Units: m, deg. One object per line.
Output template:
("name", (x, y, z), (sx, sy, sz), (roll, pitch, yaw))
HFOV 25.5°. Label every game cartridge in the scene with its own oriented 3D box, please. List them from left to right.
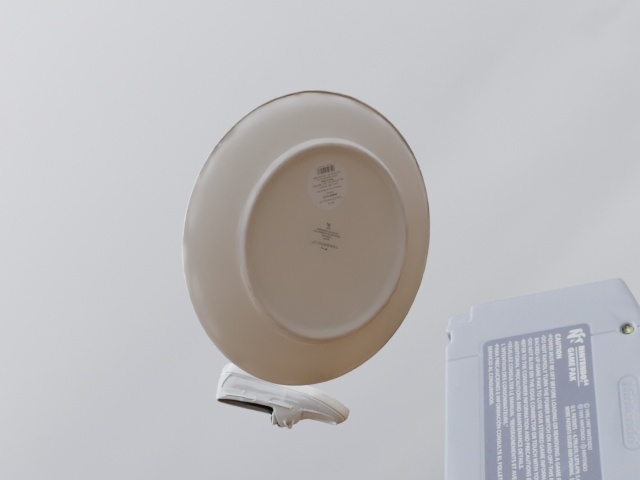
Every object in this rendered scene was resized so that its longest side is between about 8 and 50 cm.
("game cartridge", (0.203, 0.167, 1.192), (0.196, 0.294, 0.060), (-15, -45, 21))

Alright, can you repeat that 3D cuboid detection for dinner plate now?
("dinner plate", (0.000, 0.000, 0.664), (0.141, 0.141, 0.017), (-32, 22, -28))

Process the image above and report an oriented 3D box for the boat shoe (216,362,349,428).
("boat shoe", (-0.054, 0.224, 1.931), (0.066, 0.184, 0.063), (120, 170, -66))
